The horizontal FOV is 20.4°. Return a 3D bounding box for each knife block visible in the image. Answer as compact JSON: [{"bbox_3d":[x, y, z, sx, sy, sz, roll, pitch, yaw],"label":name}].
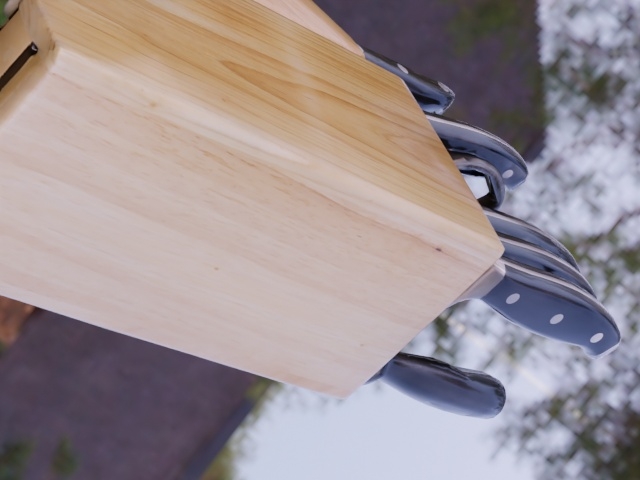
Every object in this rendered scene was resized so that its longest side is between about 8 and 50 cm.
[{"bbox_3d":[0.000,0.000,0.619,0.088,0.242,0.275,-45,-175,21],"label":"knife block"}]
